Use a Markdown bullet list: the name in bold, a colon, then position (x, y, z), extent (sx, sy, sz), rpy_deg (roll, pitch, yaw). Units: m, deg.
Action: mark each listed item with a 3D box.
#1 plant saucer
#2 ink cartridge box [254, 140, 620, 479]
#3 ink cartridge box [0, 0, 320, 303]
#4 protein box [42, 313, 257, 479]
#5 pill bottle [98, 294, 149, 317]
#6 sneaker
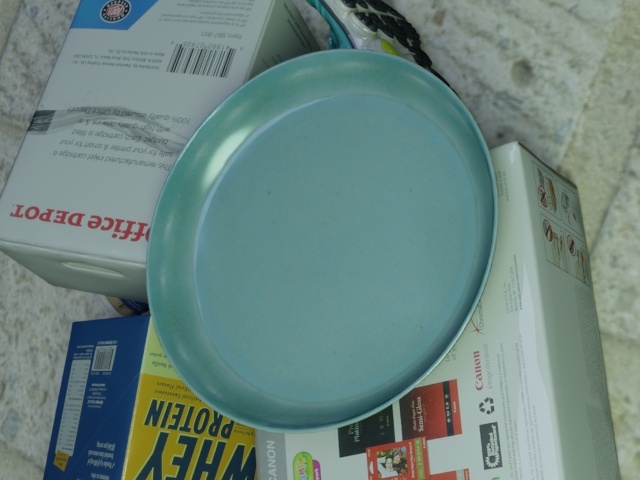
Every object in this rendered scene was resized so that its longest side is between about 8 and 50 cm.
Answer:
- **plant saucer**: position (0.000, 0.000, 0.997), extent (0.317, 0.043, 0.318), rpy_deg (-10, 69, 26)
- **ink cartridge box**: position (0.086, 0.111, 1.023), extent (0.271, 0.130, 0.310), rpy_deg (-16, 67, 30)
- **ink cartridge box**: position (-0.158, -0.099, 1.213), extent (0.223, 0.129, 0.307), rpy_deg (8, 69, 25)
- **protein box**: position (-0.152, 0.182, 1.134), extent (0.200, 0.136, 0.201), rpy_deg (-10, 68, 58)
- **pill bottle**: position (-0.168, 0.029, 1.276), extent (0.120, 0.067, 0.067), rpy_deg (-30, 60, 22)
- **sneaker**: position (0.038, -0.155, 1.167), extent (0.110, 0.107, 0.275), rpy_deg (-45, 54, 28)
